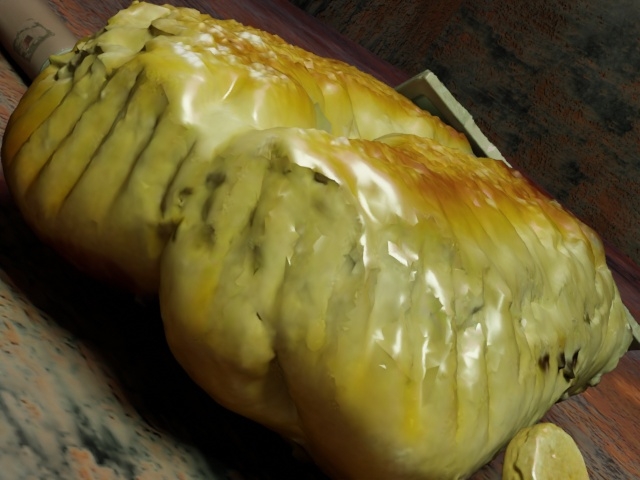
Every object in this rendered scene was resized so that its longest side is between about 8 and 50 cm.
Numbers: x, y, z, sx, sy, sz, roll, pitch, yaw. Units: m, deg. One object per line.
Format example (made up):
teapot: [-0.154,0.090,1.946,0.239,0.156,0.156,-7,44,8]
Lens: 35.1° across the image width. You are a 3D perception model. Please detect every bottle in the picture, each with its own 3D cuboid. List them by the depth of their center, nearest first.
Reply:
bottle: [-0.230,-0.160,0.849,0.140,0.053,0.053,46,17,33]

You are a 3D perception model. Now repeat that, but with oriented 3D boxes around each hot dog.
hot dog: [0.000,0.000,0.622,0.367,0.196,0.365,35,11,18]

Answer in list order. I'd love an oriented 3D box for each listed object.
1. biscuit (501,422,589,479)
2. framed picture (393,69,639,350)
biscuit: [0.155,0.211,0.494,0.234,0.030,0.153,46,43,-19]
framed picture: [0.126,-0.006,0.880,0.289,0.016,0.213,49,-26,-12]
